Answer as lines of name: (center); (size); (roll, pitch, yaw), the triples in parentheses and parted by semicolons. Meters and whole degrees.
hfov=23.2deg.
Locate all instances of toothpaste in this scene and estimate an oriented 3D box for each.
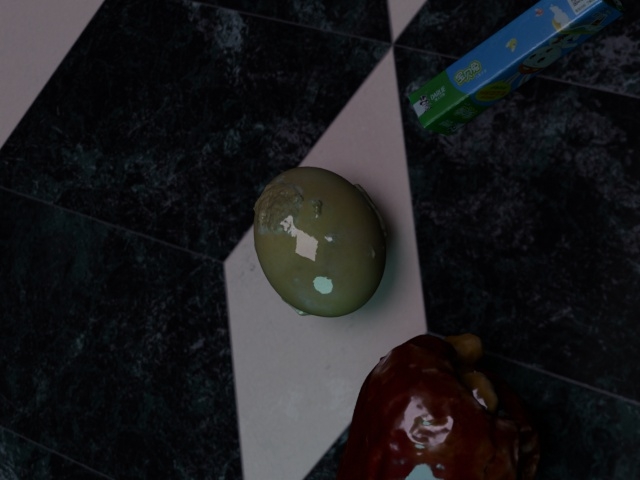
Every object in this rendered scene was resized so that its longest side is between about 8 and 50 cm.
toothpaste: (0.230, -0.219, 1.844); (0.267, 0.065, 0.050); (-35, 68, 25)

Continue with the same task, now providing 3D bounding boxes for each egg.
egg: (-0.003, 0.002, 1.912); (0.164, 0.164, 0.201); (-38, 62, 24)

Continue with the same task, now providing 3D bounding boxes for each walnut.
walnut: (0.119, 0.245, 1.773); (0.269, 0.222, 0.244); (-61, 24, 21)
